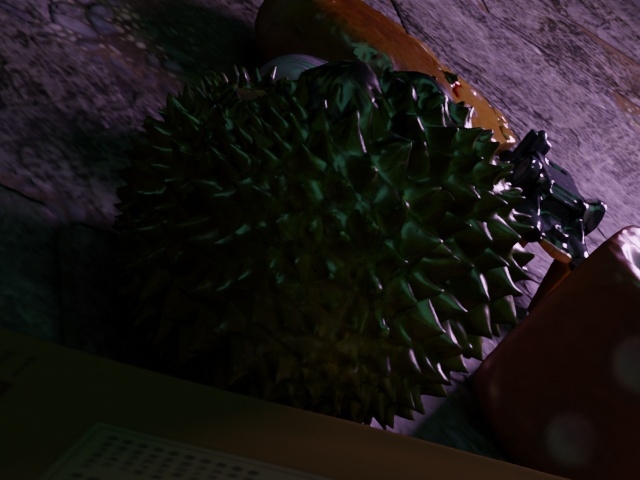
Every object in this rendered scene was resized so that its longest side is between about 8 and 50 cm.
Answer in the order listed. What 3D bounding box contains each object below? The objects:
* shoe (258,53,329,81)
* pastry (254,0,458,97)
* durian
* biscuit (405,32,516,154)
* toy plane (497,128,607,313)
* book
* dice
[{"bbox_3d":[0.024,-0.033,1.094,0.245,0.095,0.137,50,22,-10],"label":"shoe"},{"bbox_3d":[0.037,-0.168,1.354,0.229,0.100,0.218,47,21,27],"label":"pastry"},{"bbox_3d":[0.001,0.004,0.874,0.291,0.225,0.291,6,-1,0],"label":"durian"},{"bbox_3d":[0.120,-0.179,1.568,0.249,0.035,0.184,39,25,-4],"label":"biscuit"},{"bbox_3d":[0.215,-0.047,1.395,0.204,0.103,0.316,34,25,-13],"label":"toy plane"},{"bbox_3d":[-0.046,0.135,0.604,0.389,0.032,0.269,15,22,12],"label":"book"},{"bbox_3d":[0.241,0.104,1.091,0.175,0.179,0.174,47,25,9],"label":"dice"}]
